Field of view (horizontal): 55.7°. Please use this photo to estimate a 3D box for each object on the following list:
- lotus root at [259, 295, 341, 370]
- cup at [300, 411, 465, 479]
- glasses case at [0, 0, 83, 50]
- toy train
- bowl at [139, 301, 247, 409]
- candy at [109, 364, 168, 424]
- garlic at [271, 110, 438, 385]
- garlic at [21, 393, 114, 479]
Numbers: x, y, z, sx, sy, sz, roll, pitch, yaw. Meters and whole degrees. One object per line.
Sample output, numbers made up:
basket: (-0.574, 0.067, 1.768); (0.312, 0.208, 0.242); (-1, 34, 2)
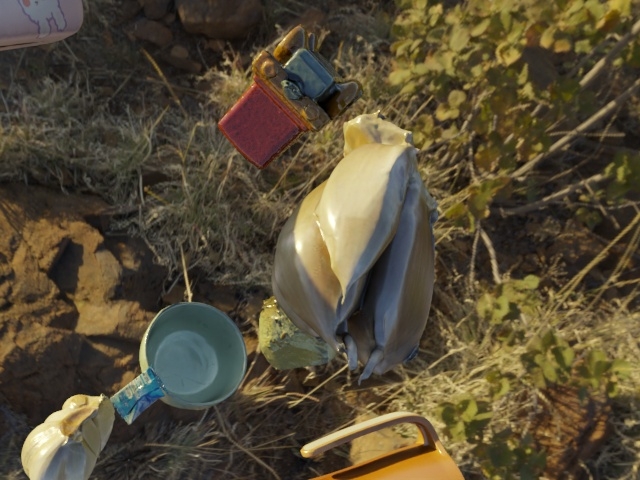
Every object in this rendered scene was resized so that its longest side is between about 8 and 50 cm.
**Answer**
lotus root: (-0.054, 0.165, 1.079); (0.144, 0.143, 0.070); (61, 27, -25)
cup: (0.062, 0.345, 0.779); (0.263, 0.182, 0.227); (0, 83, -24)
glasses case: (-0.351, -0.244, 0.593); (0.297, 0.075, 0.113); (-48, 124, -59)
toy train: (-0.053, -0.257, 1.118); (0.231, 0.369, 0.163); (-41, 97, 14)
bowl: (-0.378, 0.347, 1.742); (0.307, 0.163, 0.307); (19, 49, -24)
candy: (-0.445, 0.380, 1.482); (0.136, 0.038, 0.088); (-39, 71, -1)
garlic: (0.055, 0.021, 0.660); (0.210, 0.237, 0.292); (22, 67, -7)
garlic: (-0.657, 0.535, 1.563); (0.184, 0.203, 0.281); (0, 26, -1)
